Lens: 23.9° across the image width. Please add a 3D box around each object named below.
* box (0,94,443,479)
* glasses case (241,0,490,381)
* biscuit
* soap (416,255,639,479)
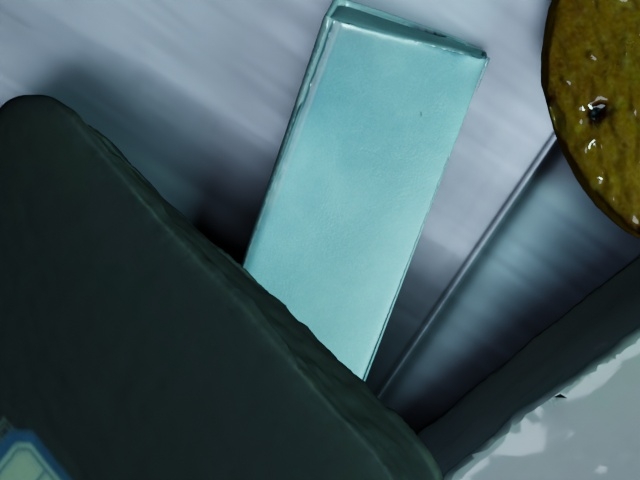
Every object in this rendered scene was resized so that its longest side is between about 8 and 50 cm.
[{"bbox_3d":[-0.139,0.143,0.839,0.350,0.091,0.359,45,112,19],"label":"box"},{"bbox_3d":[0.000,0.000,0.864,0.105,0.056,0.266,10,112,-25],"label":"glasses case"},{"bbox_3d":[0.214,-0.092,0.774,0.212,0.036,0.212,-2,80,12],"label":"biscuit"},{"bbox_3d":[0.221,0.171,0.869,0.285,0.107,0.296,-39,103,16],"label":"soap"}]
